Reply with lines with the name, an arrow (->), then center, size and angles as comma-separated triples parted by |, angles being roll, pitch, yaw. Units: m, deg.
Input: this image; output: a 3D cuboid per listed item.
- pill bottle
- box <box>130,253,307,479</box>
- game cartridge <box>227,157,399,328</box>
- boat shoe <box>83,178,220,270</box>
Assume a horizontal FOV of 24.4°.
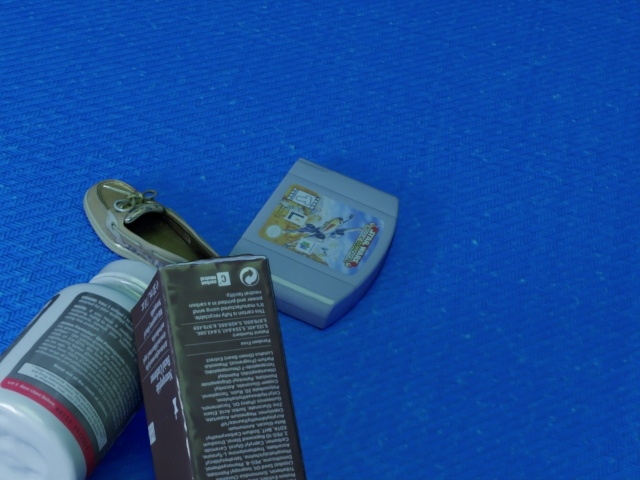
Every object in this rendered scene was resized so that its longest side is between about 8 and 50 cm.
pill bottle -> -0.298, 0.164, 1.835 | 0.176, 0.176, 0.318 | 24, 43, 10
box -> -0.114, 0.228, 1.698 | 0.143, 0.191, 0.381 | -6, 73, -20
game cartridge -> 0.000, 0.000, 2.193 | 0.198, 0.062, 0.297 | 20, 42, 12
boat shoe -> -0.229, -0.011, 2.108 | 0.285, 0.089, 0.104 | 39, 47, 25
